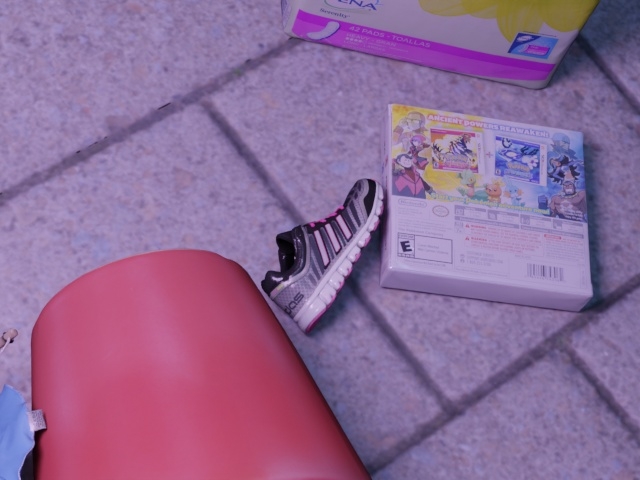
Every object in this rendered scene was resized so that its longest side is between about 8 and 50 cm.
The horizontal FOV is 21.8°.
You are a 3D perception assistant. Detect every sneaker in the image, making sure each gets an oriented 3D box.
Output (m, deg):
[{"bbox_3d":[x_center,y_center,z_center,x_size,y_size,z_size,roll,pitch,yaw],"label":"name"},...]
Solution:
[{"bbox_3d":[0.000,0.000,1.546,0.075,0.063,0.170,32,64,-4],"label":"sneaker"}]

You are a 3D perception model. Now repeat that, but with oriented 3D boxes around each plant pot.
[{"bbox_3d":[-0.113,0.158,1.339,0.275,0.275,0.243,-9,56,-19],"label":"plant pot"}]

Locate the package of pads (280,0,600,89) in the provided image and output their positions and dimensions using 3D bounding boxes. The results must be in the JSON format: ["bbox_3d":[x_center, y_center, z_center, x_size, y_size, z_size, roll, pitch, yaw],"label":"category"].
[{"bbox_3d":[0.124,-0.267,1.624,0.297,0.229,0.101,10,61,-9],"label":"package of pads"}]

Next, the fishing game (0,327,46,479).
[{"bbox_3d":[-0.277,0.198,1.300,0.041,0.189,0.264,33,32,-33],"label":"fishing game"}]

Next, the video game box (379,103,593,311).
[{"bbox_3d":[0.159,-0.033,1.616,0.205,0.048,0.187,8,63,-11],"label":"video game box"}]
